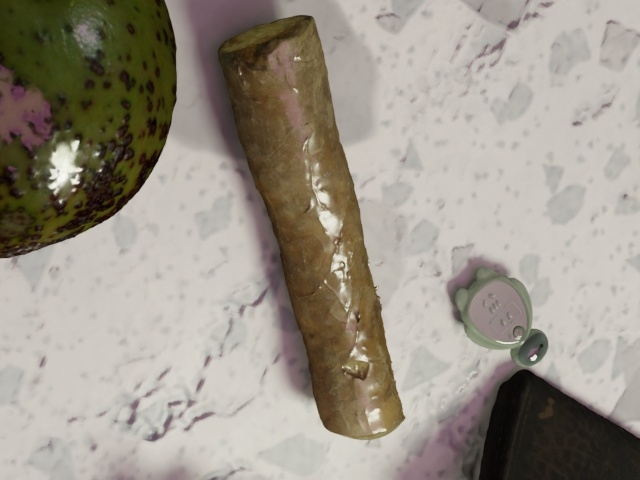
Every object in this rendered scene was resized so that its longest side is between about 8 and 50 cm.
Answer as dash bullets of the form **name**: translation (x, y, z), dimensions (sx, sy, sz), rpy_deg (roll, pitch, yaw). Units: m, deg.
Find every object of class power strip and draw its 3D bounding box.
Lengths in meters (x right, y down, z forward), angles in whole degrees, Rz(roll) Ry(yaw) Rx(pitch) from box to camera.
- **power strip**: translation (0.129, 0.056, 1.174), dimensions (0.055, 0.035, 0.083), rpy_deg (-46, 108, -7)

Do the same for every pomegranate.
- **pomegranate**: translation (-0.190, -0.068, 0.875), dimensions (0.214, 0.214, 0.248), rpy_deg (3, 139, -29)

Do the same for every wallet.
- **wallet**: translation (0.233, 0.235, 1.254), dimensions (0.321, 0.044, 0.170), rpy_deg (30, 66, -32)

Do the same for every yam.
- **yam**: translation (0.000, 0.000, 1.062), dimensions (0.066, 0.066, 0.300), rpy_deg (-24, 116, -19)
